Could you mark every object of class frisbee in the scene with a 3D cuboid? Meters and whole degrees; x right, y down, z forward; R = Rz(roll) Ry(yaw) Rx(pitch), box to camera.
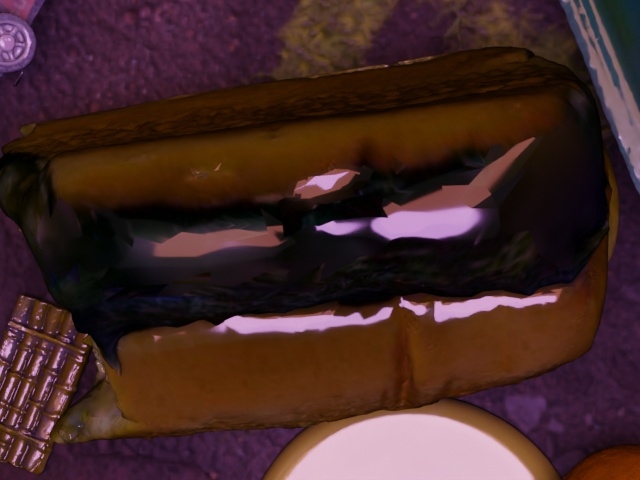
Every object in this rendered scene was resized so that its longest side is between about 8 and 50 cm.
[{"bbox_3d":[0.062,0.219,0.933,0.236,0.017,0.235,-1,84,5],"label":"frisbee"}]

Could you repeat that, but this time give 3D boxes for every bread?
[{"bbox_3d":[0.000,0.000,0.854,0.377,0.251,0.208,-12,111,3],"label":"bread"}]

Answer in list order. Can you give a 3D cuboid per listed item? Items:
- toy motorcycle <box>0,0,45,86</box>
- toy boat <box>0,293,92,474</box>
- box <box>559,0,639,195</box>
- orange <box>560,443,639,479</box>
[{"bbox_3d":[-0.260,-0.187,0.917,0.173,0.108,0.307,33,86,-26],"label":"toy motorcycle"},{"bbox_3d":[-0.202,0.100,0.966,0.063,0.016,0.115,19,86,6],"label":"toy boat"},{"bbox_3d":[0.297,-0.090,0.891,0.264,0.106,0.336,-19,82,-8],"label":"box"},{"bbox_3d":[0.206,0.202,0.867,0.155,0.134,0.154,1,95,8],"label":"orange"}]
